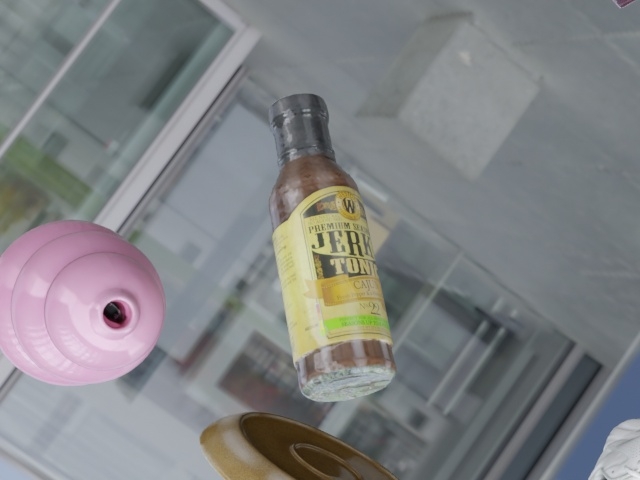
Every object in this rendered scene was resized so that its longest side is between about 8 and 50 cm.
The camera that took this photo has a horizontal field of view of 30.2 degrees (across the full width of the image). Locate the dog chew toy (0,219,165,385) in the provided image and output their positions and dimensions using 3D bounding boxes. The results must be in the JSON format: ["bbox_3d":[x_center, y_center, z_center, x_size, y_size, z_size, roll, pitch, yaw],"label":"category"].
[{"bbox_3d":[-0.276,0.076,1.395,0.207,0.206,0.332,38,166,-18],"label":"dog chew toy"}]

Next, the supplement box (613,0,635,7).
[{"bbox_3d":[0.311,-0.293,1.008,0.104,0.081,0.188,47,139,-18],"label":"supplement box"}]

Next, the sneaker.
[{"bbox_3d":[0.334,0.217,1.137,0.090,0.115,0.232,44,148,6],"label":"sneaker"}]

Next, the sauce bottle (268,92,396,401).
[{"bbox_3d":[0.000,0.000,1.314,0.111,0.111,0.344,51,-155,-66],"label":"sauce bottle"}]

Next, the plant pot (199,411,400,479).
[{"bbox_3d":[0.002,0.217,1.091,0.236,0.032,0.236,27,-173,-3],"label":"plant pot"}]
